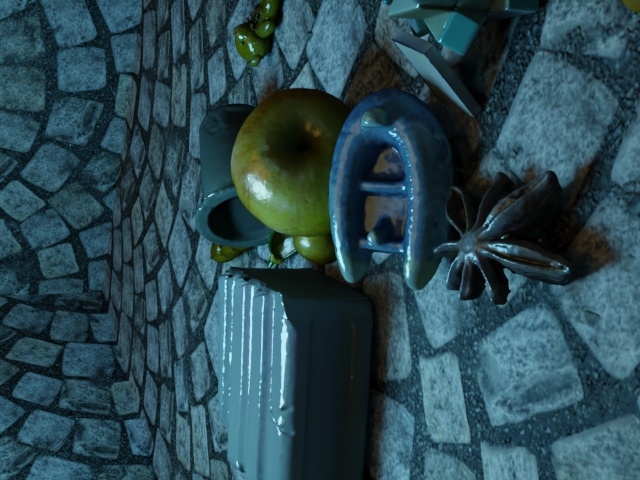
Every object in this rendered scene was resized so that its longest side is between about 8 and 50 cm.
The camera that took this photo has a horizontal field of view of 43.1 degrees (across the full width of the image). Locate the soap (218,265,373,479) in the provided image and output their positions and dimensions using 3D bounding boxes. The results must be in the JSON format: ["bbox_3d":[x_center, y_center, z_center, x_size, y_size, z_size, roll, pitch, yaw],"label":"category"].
[{"bbox_3d":[-0.059,0.288,1.662,0.350,0.213,0.434,13,102,60],"label":"soap"}]

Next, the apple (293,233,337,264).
[{"bbox_3d":[0.000,0.000,1.653,0.102,0.099,0.114,21,144,26],"label":"apple"}]

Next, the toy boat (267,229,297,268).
[{"bbox_3d":[-0.070,-0.001,1.809,0.229,0.089,0.088,135,150,-64],"label":"toy boat"}]

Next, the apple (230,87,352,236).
[{"bbox_3d":[-0.031,-0.142,1.536,0.233,0.286,0.285,94,166,-69],"label":"apple"}]

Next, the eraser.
[{"bbox_3d":[0.182,-0.258,1.262,0.023,0.150,0.104,-47,36,1],"label":"eraser"}]

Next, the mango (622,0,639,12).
[{"bbox_3d":[0.390,-0.308,0.911,0.159,0.084,0.105,-137,33,-80],"label":"mango"}]

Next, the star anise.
[{"bbox_3d":[0.260,-0.001,1.151,0.258,0.111,0.198,-7,69,56],"label":"star anise"}]

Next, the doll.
[{"bbox_3d":[-0.156,-0.532,1.967,0.209,0.097,0.137,-66,30,31],"label":"doll"}]

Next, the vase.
[{"bbox_3d":[-0.179,-0.163,1.903,0.245,0.245,0.291,123,146,-48],"label":"vase"}]

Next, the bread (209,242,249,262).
[{"bbox_3d":[-0.222,-0.009,2.120,0.344,0.084,0.124,-38,35,58],"label":"bread"}]

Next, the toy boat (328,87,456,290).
[{"bbox_3d":[0.105,-0.086,1.327,0.215,0.123,0.329,8,93,31],"label":"toy boat"}]

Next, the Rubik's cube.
[{"bbox_3d":[0.185,-0.392,1.162,0.265,0.225,0.212,-56,46,41],"label":"Rubik's cube"}]
